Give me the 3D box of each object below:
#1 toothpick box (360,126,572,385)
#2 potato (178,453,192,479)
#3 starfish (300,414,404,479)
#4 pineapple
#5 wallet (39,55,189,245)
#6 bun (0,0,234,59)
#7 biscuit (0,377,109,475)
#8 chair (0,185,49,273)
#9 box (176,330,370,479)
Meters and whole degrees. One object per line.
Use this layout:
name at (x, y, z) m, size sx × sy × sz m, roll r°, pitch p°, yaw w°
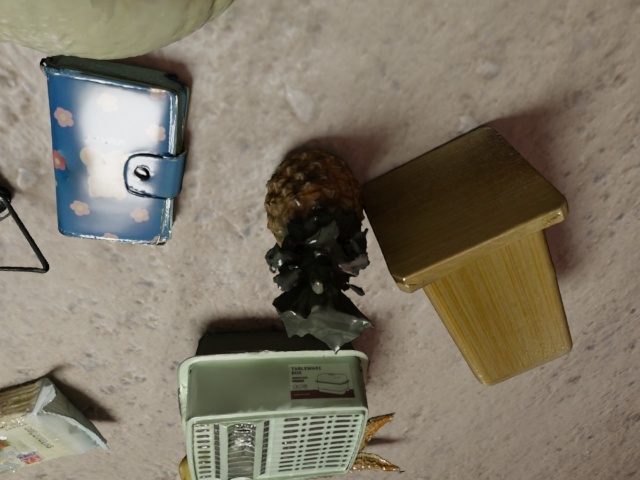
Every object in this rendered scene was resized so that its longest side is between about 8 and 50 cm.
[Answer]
toothpick box at (0.213, 0.044, 0.607) m, size 0.190 × 0.187 × 0.308 m, roll -28°, pitch 129°, yaw 10°
potato at (-0.203, 0.463, 0.892) m, size 0.107 × 0.080 × 0.170 m, roll -32°, pitch 124°, yaw -3°
starfish at (0.022, 0.438, 0.910) m, size 0.293 × 0.084 × 0.301 m, roll -24°, pitch 122°, yaw 9°
pineapple at (-0.001, 0.001, 0.492) m, size 0.128 × 0.248 × 0.128 m, roll -3°, pitch 126°, yaw -4°
wallet at (-0.223, -0.091, 0.503) m, size 0.141 × 0.059 × 0.202 m, roll 6°, pitch 124°, yaw -16°
bun at (-0.133, -0.280, 0.228) m, size 0.365 × 0.219 × 0.365 m, roll -21°, pitch 124°, yaw -36°
biscuit at (-0.524, 0.320, 0.734) m, size 0.309 × 0.079 × 0.186 m, roll -16°, pitch 124°, yaw 0°
chair at (-0.426, -0.039, 0.483) m, size 0.140 × 0.221 × 0.145 m, roll -27°, pitch 168°, yaw 9°
box at (-0.074, 0.256, 0.710) m, size 0.290 × 0.166 × 0.221 m, roll 1°, pitch 125°, yaw -11°
